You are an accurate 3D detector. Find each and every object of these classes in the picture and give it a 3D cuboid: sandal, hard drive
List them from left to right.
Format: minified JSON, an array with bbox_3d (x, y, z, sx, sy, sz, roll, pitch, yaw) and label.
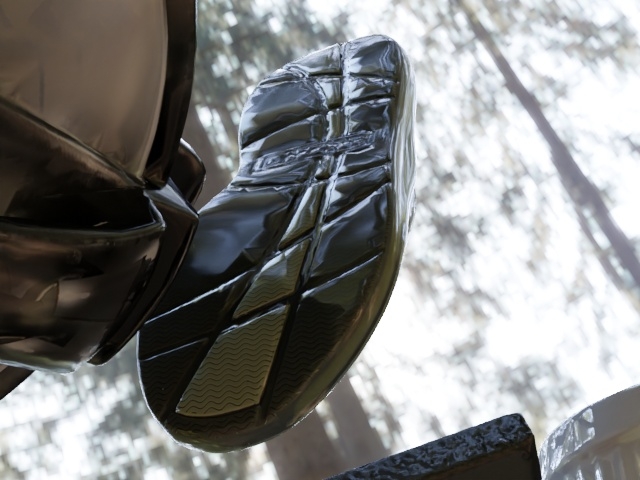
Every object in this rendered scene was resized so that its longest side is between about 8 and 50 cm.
[{"bbox_3d":[0.002,-0.001,0.818,0.120,0.303,0.086,-7,-56,21],"label":"sandal"},{"bbox_3d":[0.052,0.141,0.687,0.094,0.022,0.135,-19,-54,-7],"label":"hard drive"}]

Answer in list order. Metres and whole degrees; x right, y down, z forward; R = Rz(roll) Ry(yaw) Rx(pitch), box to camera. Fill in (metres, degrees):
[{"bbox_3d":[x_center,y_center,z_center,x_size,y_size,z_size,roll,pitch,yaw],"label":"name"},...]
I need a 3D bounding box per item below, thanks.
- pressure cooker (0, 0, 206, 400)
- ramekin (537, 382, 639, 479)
[{"bbox_3d":[-0.254,-0.104,0.615,0.370,0.420,0.375,-21,-51,-21],"label":"pressure cooker"},{"bbox_3d":[0.205,0.137,0.733,0.207,0.109,0.207,-4,-27,-2],"label":"ramekin"}]
